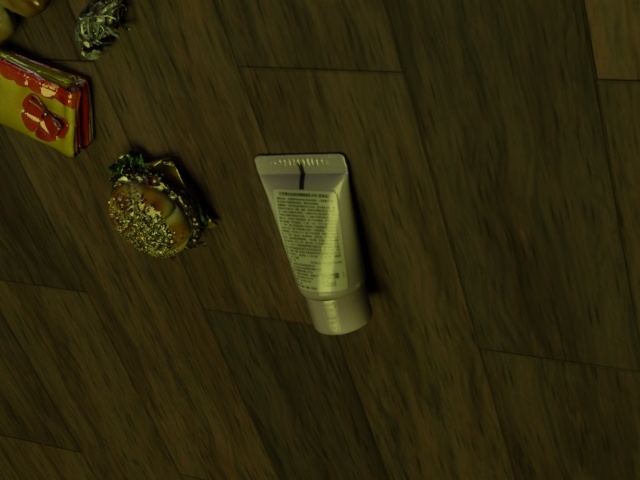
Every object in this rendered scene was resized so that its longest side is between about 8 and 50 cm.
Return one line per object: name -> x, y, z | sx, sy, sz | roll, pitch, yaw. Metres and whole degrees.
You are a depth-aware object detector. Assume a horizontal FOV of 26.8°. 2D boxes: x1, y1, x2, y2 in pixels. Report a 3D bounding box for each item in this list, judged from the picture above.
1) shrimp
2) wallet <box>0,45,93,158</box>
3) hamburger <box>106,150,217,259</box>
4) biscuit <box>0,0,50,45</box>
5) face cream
shrimp -> -0.296, -0.298, 1.836 | 0.065, 0.057, 0.165 | 58, 147, -6
wallet -> -0.458, -0.224, 2.015 | 0.241, 0.067, 0.141 | 24, 139, 11
hamburger -> -0.257, -0.048, 2.042 | 0.164, 0.093, 0.189 | -19, 117, 45
biscuit -> -0.486, -0.380, 1.884 | 0.164, 0.047, 0.208 | -21, 117, 47
face cream -> 0.000, 0.000, 1.935 | 0.154, 0.096, 0.273 | 3, 120, 35
